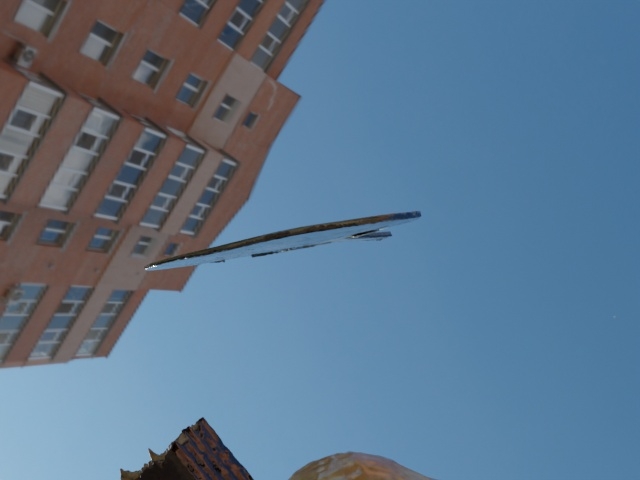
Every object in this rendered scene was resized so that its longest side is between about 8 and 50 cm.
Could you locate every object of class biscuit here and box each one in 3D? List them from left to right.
[{"bbox_3d":[-0.100,0.311,0.748,0.252,0.070,0.106,48,-65,5],"label":"biscuit"}]

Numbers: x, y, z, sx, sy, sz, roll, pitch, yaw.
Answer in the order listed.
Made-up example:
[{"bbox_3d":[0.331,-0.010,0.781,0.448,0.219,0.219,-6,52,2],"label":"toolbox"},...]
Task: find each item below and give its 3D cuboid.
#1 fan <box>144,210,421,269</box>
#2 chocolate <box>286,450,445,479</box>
[{"bbox_3d":[-0.032,0.006,0.616,0.223,0.294,0.012,-11,-93,-1],"label":"fan"},{"bbox_3d":[0.096,0.283,0.682,0.309,0.134,0.134,9,-92,0],"label":"chocolate"}]
